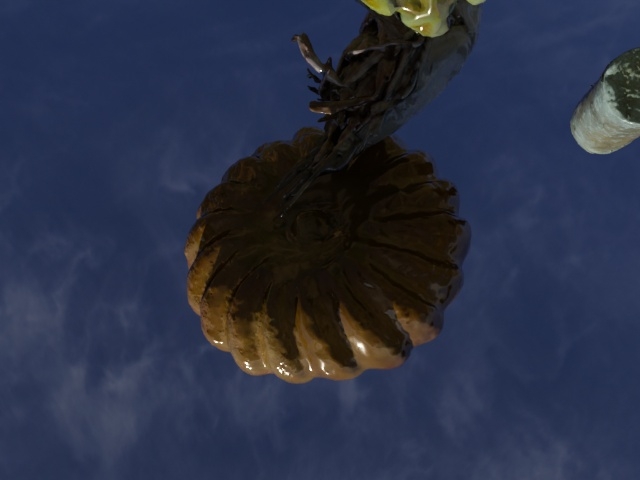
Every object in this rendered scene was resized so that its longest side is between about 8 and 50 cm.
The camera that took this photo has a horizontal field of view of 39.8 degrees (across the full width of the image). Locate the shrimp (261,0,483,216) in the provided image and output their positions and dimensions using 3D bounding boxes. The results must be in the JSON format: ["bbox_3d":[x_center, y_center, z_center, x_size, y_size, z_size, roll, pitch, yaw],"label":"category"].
[{"bbox_3d":[0.049,-0.164,0.923,0.116,0.145,0.343,31,-103,40],"label":"shrimp"}]

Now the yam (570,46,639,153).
[{"bbox_3d":[0.363,-0.161,1.067,0.093,0.259,0.093,0,-92,7],"label":"yam"}]

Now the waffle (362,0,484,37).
[{"bbox_3d":[0.066,-0.234,0.533,0.223,0.204,0.054,24,-150,-29],"label":"waffle"}]

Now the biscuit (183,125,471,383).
[{"bbox_3d":[0.000,0.000,0.969,0.326,0.107,0.325,-6,-121,10],"label":"biscuit"}]
